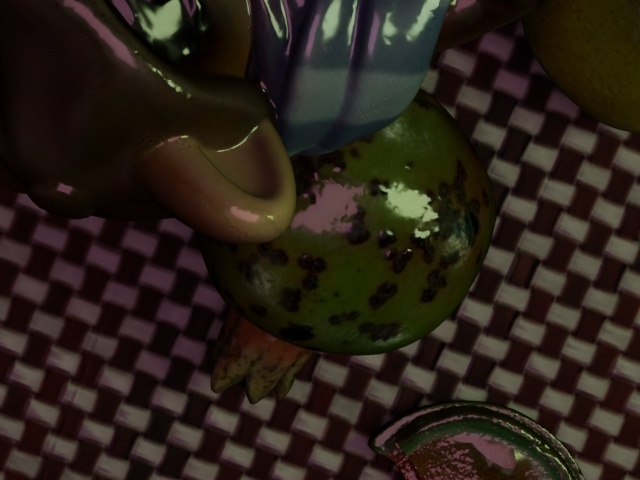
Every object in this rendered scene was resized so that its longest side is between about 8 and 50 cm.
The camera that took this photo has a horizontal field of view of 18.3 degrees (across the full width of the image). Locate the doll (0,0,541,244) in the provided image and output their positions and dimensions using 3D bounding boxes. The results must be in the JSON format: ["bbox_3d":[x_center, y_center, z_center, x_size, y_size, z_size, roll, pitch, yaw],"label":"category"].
[{"bbox_3d":[-0.022,-0.151,0.900,0.339,0.318,0.209,-35,128,-20],"label":"doll"}]

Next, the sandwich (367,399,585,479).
[{"bbox_3d":[0.094,0.126,1.107,0.135,0.029,0.067,21,97,-6],"label":"sandwich"}]

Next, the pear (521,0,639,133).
[{"bbox_3d":[0.177,-0.124,1.037,0.141,0.104,0.141,-1,100,-7],"label":"pear"}]

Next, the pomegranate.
[{"bbox_3d":[0.000,0.000,1.027,0.159,0.159,0.205,25,122,-7],"label":"pomegranate"}]
